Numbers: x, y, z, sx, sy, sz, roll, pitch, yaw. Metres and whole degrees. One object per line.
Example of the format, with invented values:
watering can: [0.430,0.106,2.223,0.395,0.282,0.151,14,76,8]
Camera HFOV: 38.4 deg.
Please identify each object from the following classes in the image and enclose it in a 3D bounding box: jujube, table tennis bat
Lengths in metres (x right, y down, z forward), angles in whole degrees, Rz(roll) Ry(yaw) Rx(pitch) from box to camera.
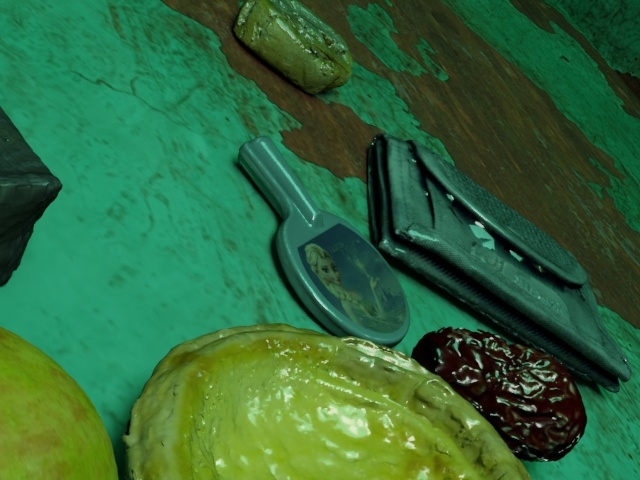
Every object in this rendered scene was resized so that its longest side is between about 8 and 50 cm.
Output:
jujube: [0.152,0.128,0.798,0.166,0.104,0.104,33,30,-13]
table tennis bat: [0.000,0.000,0.848,0.237,0.038,0.149,55,31,15]

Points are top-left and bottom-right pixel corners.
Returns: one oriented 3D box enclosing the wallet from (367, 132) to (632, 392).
wallet: [0.206,0.012,1.052,0.342,0.075,0.237,32,27,-18]

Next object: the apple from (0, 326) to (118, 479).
apple: [-0.166,0.110,0.334,0.196,0.196,0.196,31,31,-21]

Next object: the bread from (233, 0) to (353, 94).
bread: [-0.028,-0.241,1.106,0.156,0.064,0.117,34,31,-13]

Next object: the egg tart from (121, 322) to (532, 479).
egg tart: [0.010,0.155,0.548,0.279,0.095,0.279,17,27,-9]

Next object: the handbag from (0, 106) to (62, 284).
handbag: [-0.278,-0.050,0.530,0.175,0.088,0.270,47,28,23]
